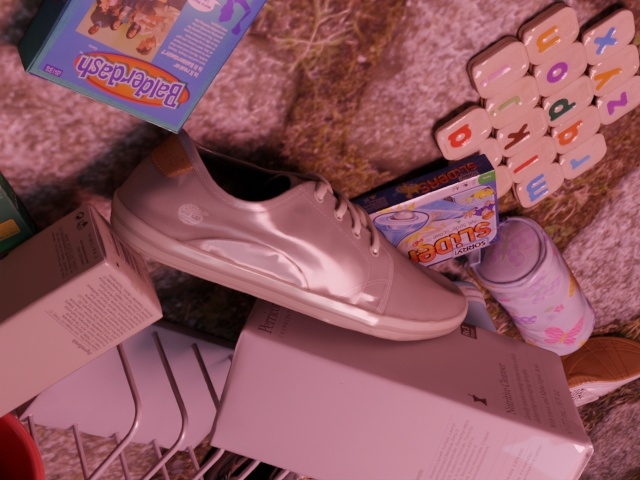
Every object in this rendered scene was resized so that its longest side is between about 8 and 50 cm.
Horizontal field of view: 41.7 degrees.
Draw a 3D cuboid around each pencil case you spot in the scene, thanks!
[{"bbox_3d":[0.313,0.075,1.235,0.124,0.113,0.273,-25,141,21],"label":"pencil case"}]

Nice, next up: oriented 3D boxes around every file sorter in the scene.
[{"bbox_3d":[-0.187,0.234,1.036,0.193,0.173,0.277,-47,137,17],"label":"file sorter"}]

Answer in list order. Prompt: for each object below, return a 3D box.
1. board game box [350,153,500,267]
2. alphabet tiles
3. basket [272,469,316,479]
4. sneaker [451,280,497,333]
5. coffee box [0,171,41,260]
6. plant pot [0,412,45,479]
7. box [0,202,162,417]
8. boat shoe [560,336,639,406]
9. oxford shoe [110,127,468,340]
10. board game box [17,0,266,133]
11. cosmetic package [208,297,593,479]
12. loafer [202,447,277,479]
[{"bbox_3d":[0.126,-0.020,1.068,0.201,0.035,0.136,-20,138,-2],"label":"board game box"},{"bbox_3d":[0.280,-0.160,1.058,0.278,0.021,0.284,-34,139,2],"label":"alphabet tiles"},{"bbox_3d":[0.092,0.491,1.340,0.331,0.266,0.328,-6,145,-27],"label":"basket"},{"bbox_3d":[0.148,0.230,1.201,0.127,0.208,0.319,10,130,-40],"label":"sneaker"},{"bbox_3d":[-0.332,0.019,0.840,0.113,0.040,0.184,-26,138,-7],"label":"coffee box"},{"bbox_3d":[-0.442,0.335,0.933,0.275,0.275,0.243,-12,145,-22],"label":"plant pot"},{"bbox_3d":[-0.303,0.090,0.822,0.275,0.094,0.113,-31,138,1],"label":"box"},{"bbox_3d":[0.455,0.249,1.506,0.277,0.098,0.096,-12,136,-9],"label":"boat shoe"},{"bbox_3d":[0.000,0.000,0.913,0.449,0.169,0.130,20,106,-29],"label":"oxford shoe"},{"bbox_3d":[-0.140,-0.211,0.733,0.160,0.047,0.210,20,117,-42],"label":"board game box"},{"bbox_3d":[0.086,0.180,0.976,0.385,0.217,0.156,19,111,-3],"label":"cosmetic package"},{"bbox_3d":[-0.104,0.332,1.244,0.096,0.084,0.267,6,126,-36],"label":"loafer"}]
